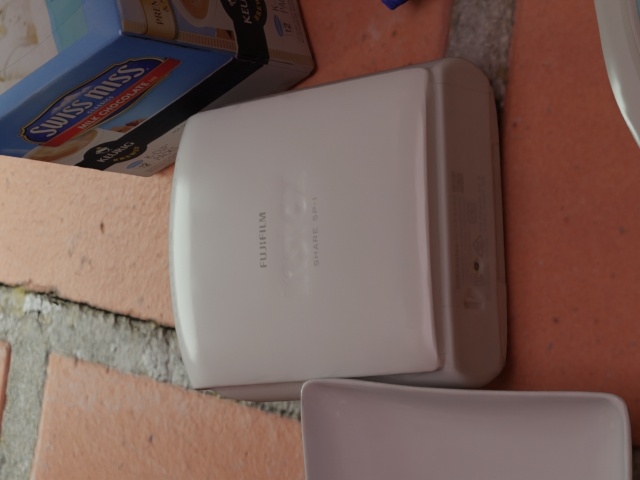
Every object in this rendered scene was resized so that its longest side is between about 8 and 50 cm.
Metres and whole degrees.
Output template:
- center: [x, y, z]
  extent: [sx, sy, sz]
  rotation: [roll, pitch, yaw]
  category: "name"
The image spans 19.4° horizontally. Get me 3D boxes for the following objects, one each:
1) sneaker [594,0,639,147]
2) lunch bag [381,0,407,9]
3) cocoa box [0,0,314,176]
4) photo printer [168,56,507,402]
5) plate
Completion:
- center: [0.277, -0.161, 1.264]
  extent: [0.150, 0.135, 0.366]
  rotation: [-31, 67, 38]
  category: "sneaker"
- center: [0.066, -0.280, 1.496]
  extent: [0.129, 0.096, 0.151]
  rotation: [-36, 77, 31]
  category: "lunch bag"
- center: [-0.197, -0.263, 1.629]
  extent: [0.231, 0.228, 0.347]
  rotation: [-28, 68, 36]
  category: "cocoa box"
- center: [0.000, 0.000, 1.509]
  extent: [0.307, 0.107, 0.256]
  rotation: [-7, 81, 41]
  category: "photo printer"
- center: [0.117, 0.240, 1.389]
  extent: [0.277, 0.045, 0.278]
  rotation: [-1, 96, 34]
  category: "plate"
